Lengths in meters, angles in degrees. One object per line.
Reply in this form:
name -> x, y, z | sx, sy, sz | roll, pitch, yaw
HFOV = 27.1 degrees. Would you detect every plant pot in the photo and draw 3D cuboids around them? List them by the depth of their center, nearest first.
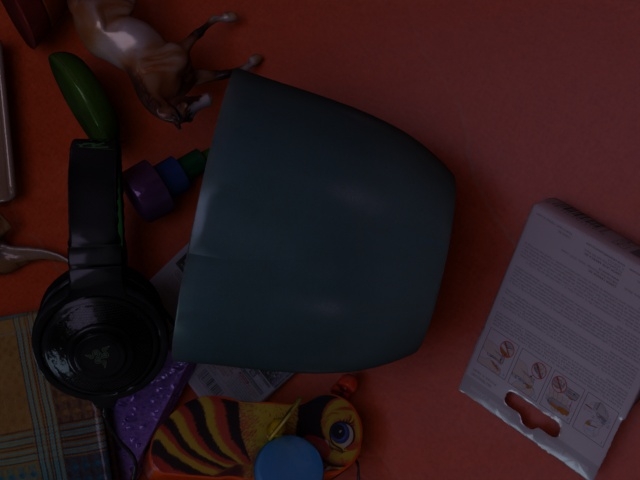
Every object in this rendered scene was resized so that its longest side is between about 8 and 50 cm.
plant pot -> 0.000, 0.000, 1.301 | 0.235, 0.293, 0.293 | 13, 92, -2

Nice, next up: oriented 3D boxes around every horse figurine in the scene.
horse figurine -> -0.187, -0.226, 1.433 | 0.263, 0.174, 0.066 | 41, 143, 14

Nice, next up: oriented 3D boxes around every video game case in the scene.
video game case -> -0.098, 0.084, 1.463 | 0.173, 0.022, 0.190 | -43, 75, 13

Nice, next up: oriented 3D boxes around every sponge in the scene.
sponge -> -0.230, 0.190, 1.488 | 0.117, 0.031, 0.210 | 33, 104, 19

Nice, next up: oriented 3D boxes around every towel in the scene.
towel -> -0.396, 0.229, 1.530 | 0.370, 0.040, 0.271 | -13, 84, 25

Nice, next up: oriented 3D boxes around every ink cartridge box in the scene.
ink cartridge box -> 0.252, 0.097, 1.313 | 0.181, 0.056, 0.224 | 34, 120, 33

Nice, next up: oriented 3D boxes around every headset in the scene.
headset -> -0.246, 0.095, 1.338 | 0.185, 0.243, 0.394 | -3, 89, -7

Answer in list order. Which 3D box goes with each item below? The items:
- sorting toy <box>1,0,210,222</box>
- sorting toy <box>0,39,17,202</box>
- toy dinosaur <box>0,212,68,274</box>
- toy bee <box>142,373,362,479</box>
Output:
sorting toy -> -0.237, -0.199, 1.497 | 0.126, 0.127, 0.365 | -32, 80, -15
sorting toy -> -0.451, -0.130, 1.588 | 0.208, 0.038, 0.193 | -8, 85, 23
toy dinosaur -> -0.368, 0.017, 1.547 | 0.211, 0.064, 0.112 | -13, 123, 18
toy bee -> -0.027, 0.211, 1.380 | 0.195, 0.298, 0.162 | -23, 47, 50
